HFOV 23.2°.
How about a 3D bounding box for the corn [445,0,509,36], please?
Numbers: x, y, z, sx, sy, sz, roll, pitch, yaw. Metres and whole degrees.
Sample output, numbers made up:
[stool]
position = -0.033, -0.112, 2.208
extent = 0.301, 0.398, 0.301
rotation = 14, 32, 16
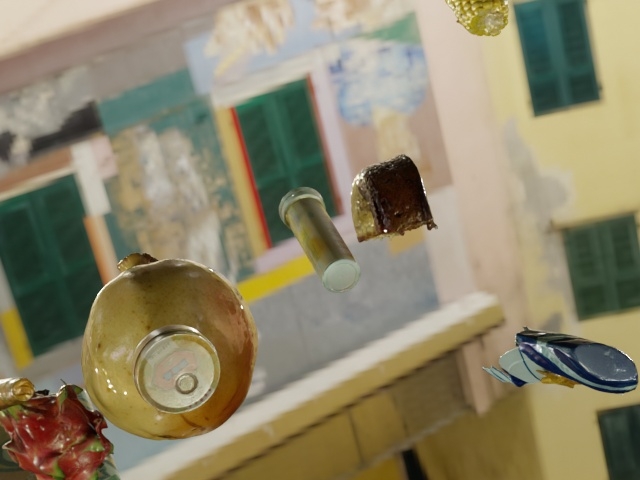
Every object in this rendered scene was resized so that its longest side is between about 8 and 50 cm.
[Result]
[corn]
position = 0.148, -0.293, 1.678
extent = 0.067, 0.067, 0.206
rotation = -16, -132, -4

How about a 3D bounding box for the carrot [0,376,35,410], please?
[carrot]
position = -0.387, 0.188, 1.920
extent = 0.042, 0.042, 0.170
rotation = -26, -177, -26

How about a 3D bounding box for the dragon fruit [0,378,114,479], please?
[dragon fruit]
position = -0.390, 0.260, 2.212
extent = 0.137, 0.236, 0.135
rotation = -39, -154, -5

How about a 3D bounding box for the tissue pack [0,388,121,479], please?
[tissue pack]
position = -0.473, 0.394, 2.664
extent = 0.228, 0.128, 0.311
rotation = -11, -149, -16

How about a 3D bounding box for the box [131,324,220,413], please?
[box]
position = -0.173, 0.154, 1.866
extent = 0.105, 0.106, 0.037
rotation = -19, -158, -12

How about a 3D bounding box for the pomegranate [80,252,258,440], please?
[pomegranate]
position = -0.248, 0.163, 2.532
extent = 0.319, 0.319, 0.319
rotation = -12, -158, 5

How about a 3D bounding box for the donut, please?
[donut]
position = 0.104, -0.061, 2.523
extent = 0.085, 0.141, 0.217
rotation = -12, 174, -15

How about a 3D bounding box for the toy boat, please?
[toy boat]
position = 0.354, 0.193, 2.428
extent = 0.220, 0.067, 0.291
rotation = 23, 164, -21

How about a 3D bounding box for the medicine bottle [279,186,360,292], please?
[medicine bottle]
position = 0.000, 0.000, 2.406
extent = 0.074, 0.074, 0.218
rotation = -18, -145, -9
